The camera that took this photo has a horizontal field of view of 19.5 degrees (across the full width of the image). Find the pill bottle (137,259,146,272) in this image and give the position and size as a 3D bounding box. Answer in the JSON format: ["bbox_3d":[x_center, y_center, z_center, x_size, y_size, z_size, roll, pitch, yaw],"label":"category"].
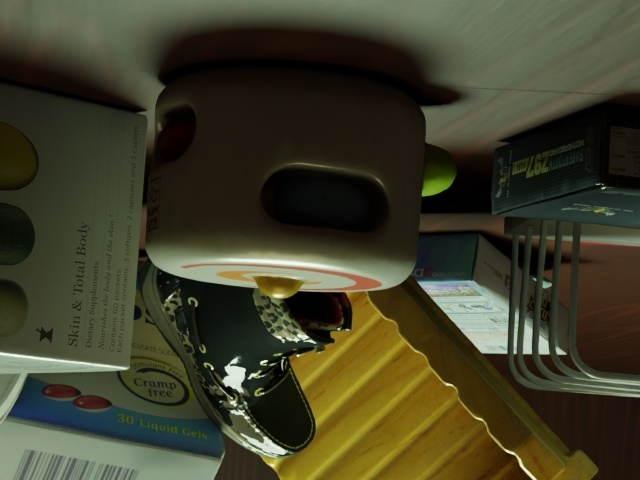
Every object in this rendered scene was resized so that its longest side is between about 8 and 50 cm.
[{"bbox_3d":[-0.295,0.065,2.238,0.221,0.121,0.121,9,171,-32],"label":"pill bottle"}]

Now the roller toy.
[{"bbox_3d":[-0.027,-0.032,1.295,0.209,0.146,0.191,1,171,25],"label":"roller toy"}]

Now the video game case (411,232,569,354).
[{"bbox_3d":[0.111,0.062,2.092,0.269,0.061,0.244,-1,159,32],"label":"video game case"}]

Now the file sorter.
[{"bbox_3d":[0.281,0.050,1.671,0.193,0.173,0.277,5,173,-5],"label":"file sorter"}]

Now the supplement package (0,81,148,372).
[{"bbox_3d":[-0.295,-0.011,1.379,0.263,0.199,0.198,11,169,-43],"label":"supplement package"}]

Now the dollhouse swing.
[{"bbox_3d":[0.044,0.171,1.723,0.315,0.347,0.305,-44,172,18],"label":"dollhouse swing"}]

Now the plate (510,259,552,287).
[{"bbox_3d":[0.178,0.037,2.180,0.188,0.024,0.188,4,172,1],"label":"plate"}]

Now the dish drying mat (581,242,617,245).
[{"bbox_3d":[0.307,0.002,1.912,0.083,0.008,0.032,2,173,10],"label":"dish drying mat"}]

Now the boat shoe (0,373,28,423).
[{"bbox_3d":[-0.264,0.041,1.579,0.098,0.277,0.096,28,147,-19],"label":"boat shoe"}]

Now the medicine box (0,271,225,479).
[{"bbox_3d":[-0.256,0.144,1.757,0.263,0.149,0.289,14,-151,-23],"label":"medicine box"}]

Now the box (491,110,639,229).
[{"bbox_3d":[0.269,-0.044,1.395,0.233,0.059,0.183,6,173,-19],"label":"box"}]

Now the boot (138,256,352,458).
[{"bbox_3d":[-0.038,0.099,1.622,0.179,0.085,0.236,-7,125,47],"label":"boot"}]
